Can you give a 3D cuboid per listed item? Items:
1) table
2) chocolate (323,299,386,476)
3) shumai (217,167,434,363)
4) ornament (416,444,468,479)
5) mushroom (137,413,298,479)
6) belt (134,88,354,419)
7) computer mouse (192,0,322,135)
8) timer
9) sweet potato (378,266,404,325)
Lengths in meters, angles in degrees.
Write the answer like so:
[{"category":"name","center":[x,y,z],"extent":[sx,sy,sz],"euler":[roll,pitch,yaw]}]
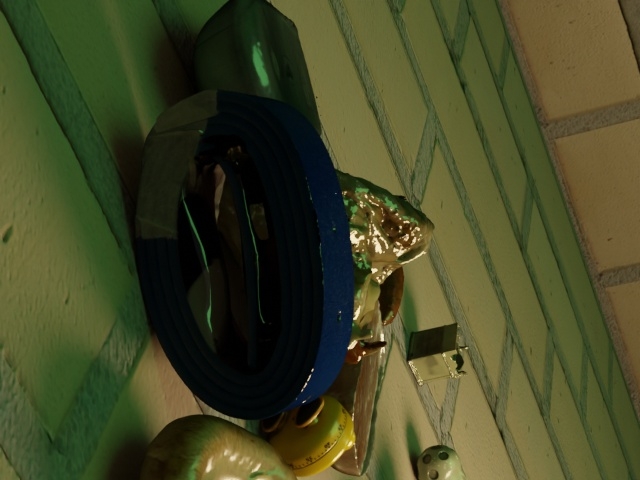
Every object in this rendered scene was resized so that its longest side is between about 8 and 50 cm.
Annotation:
[{"category":"table","center":[0.195,0.188,2.376],"extent":[0.079,0.083,0.062],"euler":[-78,148,-52]},{"category":"chocolate","center":[0.030,0.191,1.929],"extent":[0.254,0.080,0.156],"euler":[-76,161,-50]},{"category":"shumai","center":[-0.040,0.037,1.753],"extent":[0.314,0.267,0.262],"euler":[27,79,-30]},{"category":"ornament","center":[0.199,0.395,2.262],"extent":[0.075,0.081,0.156],"euler":[-32,112,-59]},{"category":"mushroom","center":[-0.093,0.309,1.416],"extent":[0.278,0.146,0.278],"euler":[32,51,-50]},{"category":"belt","center":[-0.079,0.014,1.547],"extent":[0.117,0.213,0.346],"euler":[-5,85,-69]},{"category":"computer mouse","center":[-0.082,-0.201,1.818],"extent":[0.371,0.122,0.188],"euler":[-5,83,-77]},{"category":"timer","center":[-0.006,0.240,1.747],"extent":[0.109,0.107,0.107],"euler":[51,29,-28]},{"category":"sweet potato","center":[0.106,0.047,2.272],"extent":[0.264,0.057,0.057],"euler":[-80,150,-52]}]
